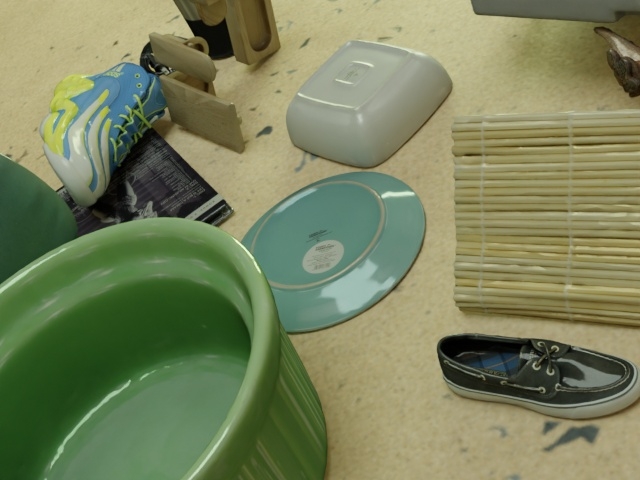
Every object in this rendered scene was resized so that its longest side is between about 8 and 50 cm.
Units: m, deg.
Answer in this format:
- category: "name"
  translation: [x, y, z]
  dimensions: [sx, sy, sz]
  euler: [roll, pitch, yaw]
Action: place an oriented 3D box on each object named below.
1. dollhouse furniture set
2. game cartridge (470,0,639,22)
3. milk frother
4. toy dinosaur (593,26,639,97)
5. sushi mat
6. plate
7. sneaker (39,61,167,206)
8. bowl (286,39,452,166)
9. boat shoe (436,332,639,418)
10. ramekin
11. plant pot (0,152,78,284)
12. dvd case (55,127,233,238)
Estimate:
- category: "dollhouse furniture set"
  translation: [-0.083, -0.206, 1.073]
  dimensions: [0.151, 0.144, 0.123]
  euler: [-35, 42, -28]
- category: "game cartridge"
  translation: [0.275, -0.281, 0.921]
  dimensions: [0.196, 0.060, 0.294]
  euler: [11, 39, 44]
- category: "milk frother"
  translation: [-0.167, -0.275, 1.183]
  dimensions: [0.129, 0.135, 0.143]
  euler: [19, 60, 44]
- category: "toy dinosaur"
  translation: [0.329, -0.113, 0.722]
  dimensions: [0.200, 0.127, 0.296]
  euler: [-26, 23, -9]
- category: "sushi mat"
  translation: [0.231, -0.012, 0.663]
  dimensions: [0.316, 0.151, 0.019]
  euler: [3, 11, 35]
- category: "plate"
  translation: [0.000, 0.000, 0.876]
  dimensions: [0.188, 0.024, 0.188]
  euler: [-17, 40, 15]
- category: "sneaker"
  translation: [-0.227, -0.133, 1.080]
  dimensions: [0.126, 0.091, 0.240]
  euler: [-26, 38, 4]
- category: "bowl"
  translation: [0.041, -0.145, 0.981]
  dimensions: [0.142, 0.053, 0.142]
  euler: [23, 61, 44]
- category: "boat shoe"
  translation: [0.144, 0.088, 0.679]
  dimensions: [0.142, 0.040, 0.049]
  euler: [-1, 48, 32]
- category: "ramekin"
  translation: [-0.142, 0.142, 0.716]
  dimensions: [0.303, 0.148, 0.303]
  euler: [-17, 41, 16]
- category: "plant pot"
  translation: [-0.380, 0.063, 0.858]
  dimensions: [0.293, 0.293, 0.235]
  euler: [-7, 60, 27]
- category: "dvd case"
  translation: [-0.202, -0.031, 1.040]
  dimensions: [0.164, 0.018, 0.221]
  euler: [-37, 39, -9]
